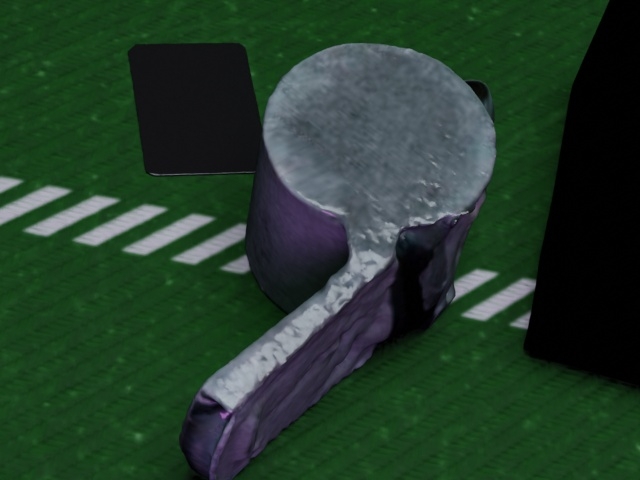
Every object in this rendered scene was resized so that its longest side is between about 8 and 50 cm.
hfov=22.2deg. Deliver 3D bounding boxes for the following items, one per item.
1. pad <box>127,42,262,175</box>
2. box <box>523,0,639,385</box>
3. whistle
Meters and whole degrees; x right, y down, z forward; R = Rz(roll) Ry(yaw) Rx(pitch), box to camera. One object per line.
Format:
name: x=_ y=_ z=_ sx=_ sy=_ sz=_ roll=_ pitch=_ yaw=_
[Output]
pad: x=-0.111 y=-0.121 z=1.469 sx=0.112 sy=0.003 sz=0.157 roll=-2 pitch=54 yaw=-14
box: x=0.320 y=-0.036 z=1.409 sx=0.224 sy=0.143 sz=0.341 roll=16 pitch=53 yaw=1
whistle: x=0.023 y=0.020 z=1.289 sx=0.188 sy=0.168 sz=0.405 roll=14 pitch=56 yaw=0
